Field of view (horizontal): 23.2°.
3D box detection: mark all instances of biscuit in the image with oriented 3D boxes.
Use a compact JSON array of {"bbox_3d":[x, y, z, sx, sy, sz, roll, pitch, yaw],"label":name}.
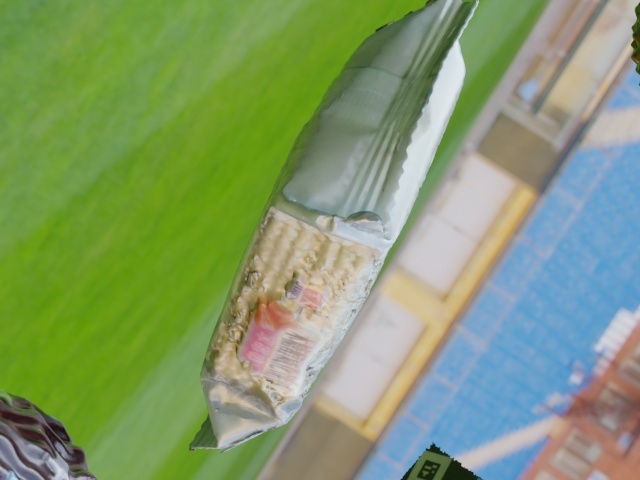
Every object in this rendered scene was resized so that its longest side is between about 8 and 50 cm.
[{"bbox_3d":[0.002,-0.003,0.924,0.186,0.079,0.309,-61,177,-34],"label":"biscuit"}]

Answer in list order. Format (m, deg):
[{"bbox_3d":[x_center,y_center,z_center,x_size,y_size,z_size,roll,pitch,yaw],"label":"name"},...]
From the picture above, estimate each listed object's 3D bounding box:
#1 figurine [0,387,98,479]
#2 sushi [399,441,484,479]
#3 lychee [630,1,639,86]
[{"bbox_3d":[-0.174,0.179,0.911,0.115,0.240,0.175,-21,-144,9],"label":"figurine"},{"bbox_3d":[0.117,0.319,1.530,0.192,0.043,0.279,-49,-142,-7],"label":"sushi"},{"bbox_3d":[0.455,-0.219,1.644,0.264,0.300,0.264,-26,138,-25],"label":"lychee"}]
